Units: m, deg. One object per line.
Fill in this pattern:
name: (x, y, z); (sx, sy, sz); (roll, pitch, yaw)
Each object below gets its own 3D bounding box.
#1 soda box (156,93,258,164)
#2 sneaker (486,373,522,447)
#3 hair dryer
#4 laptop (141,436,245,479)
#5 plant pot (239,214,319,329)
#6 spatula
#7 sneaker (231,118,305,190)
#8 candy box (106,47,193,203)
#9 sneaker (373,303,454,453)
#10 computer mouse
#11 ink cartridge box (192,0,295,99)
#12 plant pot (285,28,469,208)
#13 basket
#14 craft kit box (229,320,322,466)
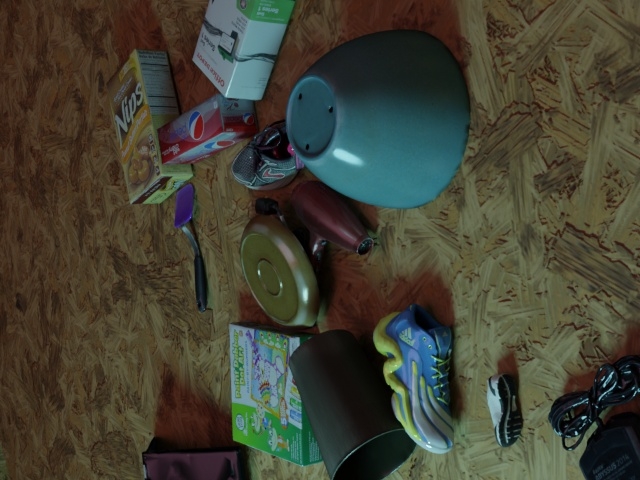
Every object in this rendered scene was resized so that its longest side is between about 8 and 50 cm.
soda box: (-0.241, -0.229, 1.889); (0.263, 0.092, 0.084); (-17, 81, 52)
sneaker: (0.268, 0.249, 1.328); (0.043, 0.040, 0.109); (172, 97, -69)
hair dryer: (0.000, 0.000, 1.639); (0.293, 0.080, 0.224); (-11, 101, 58)
laptop: (-0.270, 0.648, 2.053); (0.407, 0.236, 0.382); (-10, 86, 27)
plant pot: (-0.087, 0.066, 1.705); (0.236, 0.032, 0.236); (35, 137, 41)
spatula: (-0.287, 0.017, 2.023); (0.084, 0.030, 0.297); (-27, 72, 48)
sneaker: (-0.085, -0.170, 1.677); (0.299, 0.112, 0.121); (-18, 79, 52)
candy box: (-0.401, -0.262, 2.096); (0.183, 0.087, 0.317); (-30, 71, 50)
sneaker: (0.163, 0.206, 1.410); (0.126, 0.091, 0.240); (-51, 54, 41)
computer mouse: (0.404, 0.296, 1.133); (0.188, 0.072, 0.272); (-50, 43, 45)
ink cartridge box: (-0.154, -0.406, 1.758); (0.160, 0.092, 0.219); (49, 129, 38)
plant pot: (0.062, -0.192, 1.417); (0.290, 0.195, 0.290); (6, 98, 52)
basket: (0.046, 0.276, 1.525); (0.204, 0.154, 0.227); (106, 145, -49)
craft kit box: (-0.092, 0.295, 1.782); (0.246, 0.061, 0.250); (2, 95, 55)
